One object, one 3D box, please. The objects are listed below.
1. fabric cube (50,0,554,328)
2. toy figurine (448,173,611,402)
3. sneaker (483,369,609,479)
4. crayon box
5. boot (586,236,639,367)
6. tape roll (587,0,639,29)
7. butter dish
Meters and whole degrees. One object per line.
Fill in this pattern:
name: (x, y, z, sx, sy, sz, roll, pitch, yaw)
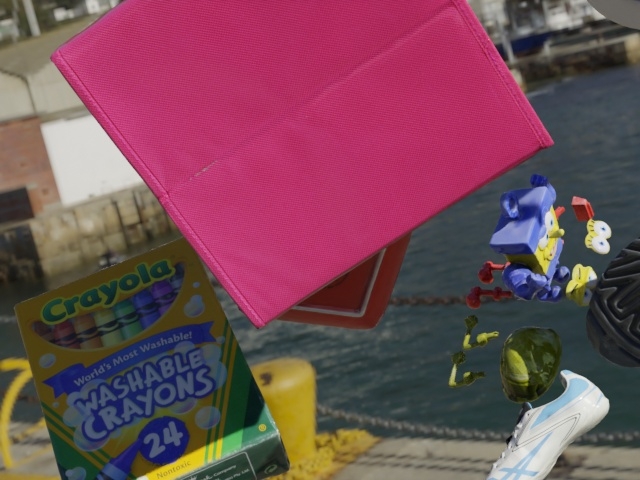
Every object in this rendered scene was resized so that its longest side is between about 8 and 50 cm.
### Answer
fabric cube: (-0.011, -0.134, 0.821, 0.258, 0.259, 0.254, -33, 16, 9)
toy figurine: (0.276, 0.027, 1.506, 0.191, 0.217, 0.362, 4, 53, 35)
sneaker: (0.268, 0.268, 1.329, 0.237, 0.086, 0.085, -44, -28, -7)
crayon box: (-0.187, 0.128, 1.062, 0.203, 0.083, 0.323, -23, 51, -9)
boot: (0.590, 0.010, 1.449, 0.445, 0.146, 0.367, -4, -46, -54)
tape roll: (0.570, -0.503, 1.742, 0.246, 0.246, 0.169, -7, 42, 40)
butter dish: (0.000, 0.000, 1.084, 0.160, 0.160, 0.118, 8, 35, -12)
